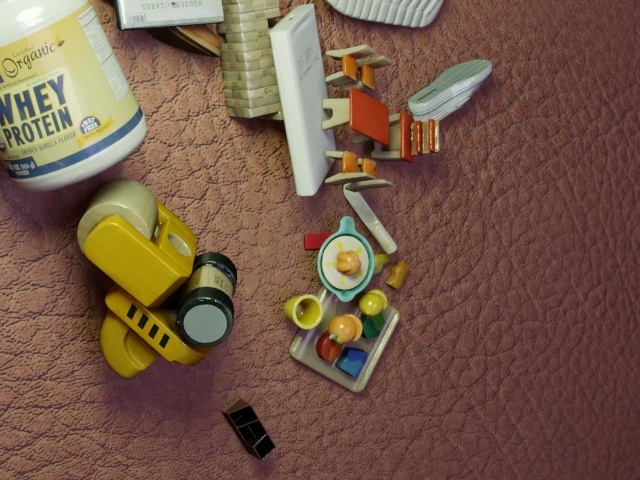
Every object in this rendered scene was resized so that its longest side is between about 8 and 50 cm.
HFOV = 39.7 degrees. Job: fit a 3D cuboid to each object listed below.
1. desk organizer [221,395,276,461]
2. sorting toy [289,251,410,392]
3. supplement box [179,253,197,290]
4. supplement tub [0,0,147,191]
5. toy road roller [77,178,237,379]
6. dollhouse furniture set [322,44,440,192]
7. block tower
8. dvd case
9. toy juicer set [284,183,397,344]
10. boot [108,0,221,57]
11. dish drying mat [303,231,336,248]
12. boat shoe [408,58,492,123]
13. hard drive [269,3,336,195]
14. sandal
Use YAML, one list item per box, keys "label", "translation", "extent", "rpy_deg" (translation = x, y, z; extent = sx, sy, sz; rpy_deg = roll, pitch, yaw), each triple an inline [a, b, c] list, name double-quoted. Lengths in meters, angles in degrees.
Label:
- label: "desk organizer"
  translation: [-0.143, 0.382, 1.796]
  extent: [0.047, 0.050, 0.130]
  rpy_deg: [-40, 121, -24]
- label: "sorting toy"
  translation: [0.084, 0.159, 1.926]
  extent: [0.229, 0.041, 0.307]
  rpy_deg: [35, 78, -37]
- label: "supplement box"
  translation: [-0.255, 0.045, 1.641]
  extent: [0.055, 0.043, 0.083]
  rpy_deg: [-31, 116, -27]
- label: "supplement tub"
  translation: [-0.422, -0.257, 1.329]
  extent: [0.228, 0.228, 0.316]
  rpy_deg: [-36, 119, -26]
- label: "toy road roller"
  translation: [-0.307, 0.083, 1.508]
  extent: [0.241, 0.202, 0.329]
  rpy_deg: [-40, 109, 12]
- label: "dollhouse furniture set"
  translation: [0.122, -0.230, 1.756]
  extent: [0.259, 0.135, 0.262]
  rpy_deg: [13, 75, -58]
- label: "block tower"
  translation: [-0.130, -0.382, 1.612]
  extent: [0.097, 0.091, 0.335]
  rpy_deg: [-19, 110, -33]
- label: "dvd case"
  translation: [-0.256, -0.464, 1.424]
  extent: [0.179, 0.030, 0.238]
  rpy_deg: [-12, 100, -28]
- label: "toy juicer set"
  translation: [0.078, 0.063, 1.839]
  extent: [0.209, 0.089, 0.329]
  rpy_deg: [33, 75, -25]
- label: "boot"
  translation: [-0.246, -0.462, 1.512]
  extent: [0.283, 0.109, 0.220]
  rpy_deg: [31, 77, -30]
- label: "dish drying mat"
  translation: [0.000, 0.000, 1.849]
  extent: [0.083, 0.008, 0.032]
  rpy_deg: [-5, 101, -36]
- label: "boat shoe"
  translation: [0.287, -0.323, 1.962]
  extent: [0.226, 0.083, 0.075]
  rpy_deg: [-30, 129, -16]
- label: "hard drive"
  translation: [-0.028, -0.265, 1.661]
  extent: [0.203, 0.040, 0.307]
  rpy_deg: [-63, 148, -59]
- label: "sandal"
  translation: [0.097, -0.517, 1.758]
  extent: [0.416, 0.102, 0.169]
  rpy_deg: [12, 108, -51]
